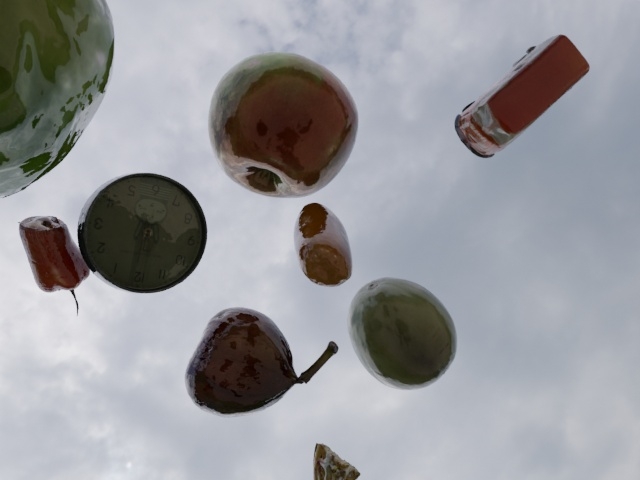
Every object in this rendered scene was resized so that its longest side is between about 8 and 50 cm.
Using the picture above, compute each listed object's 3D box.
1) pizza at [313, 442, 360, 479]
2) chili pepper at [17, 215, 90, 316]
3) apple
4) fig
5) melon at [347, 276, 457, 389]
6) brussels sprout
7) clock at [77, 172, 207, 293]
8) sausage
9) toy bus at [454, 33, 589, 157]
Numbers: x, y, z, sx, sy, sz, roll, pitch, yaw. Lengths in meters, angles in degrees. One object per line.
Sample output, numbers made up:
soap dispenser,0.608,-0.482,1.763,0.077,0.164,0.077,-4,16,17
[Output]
pizza,0.038,0.640,1.264,0.036,0.176,0.184,14,-114,-36
chili pepper,-0.440,0.047,0.805,0.084,0.086,0.192,5,-63,24
apple,-0.081,-0.233,1.015,0.319,0.319,0.277,27,-102,-23
fig,-0.116,0.244,0.892,0.250,0.186,0.203,21,-126,6
melon,0.202,0.235,1.192,0.308,0.272,0.271,30,-87,-16
brussels sprout,-0.265,-0.143,0.314,0.244,0.244,0.244,-5,-74,-17
clock,-0.301,-0.013,0.827,0.215,0.042,0.214,-1,-88,-36
sausage,0.000,0.000,0.789,0.098,0.238,0.098,-1,-68,-2
toy bus,0.256,-0.183,0.605,0.174,0.077,0.079,-41,-86,-10
